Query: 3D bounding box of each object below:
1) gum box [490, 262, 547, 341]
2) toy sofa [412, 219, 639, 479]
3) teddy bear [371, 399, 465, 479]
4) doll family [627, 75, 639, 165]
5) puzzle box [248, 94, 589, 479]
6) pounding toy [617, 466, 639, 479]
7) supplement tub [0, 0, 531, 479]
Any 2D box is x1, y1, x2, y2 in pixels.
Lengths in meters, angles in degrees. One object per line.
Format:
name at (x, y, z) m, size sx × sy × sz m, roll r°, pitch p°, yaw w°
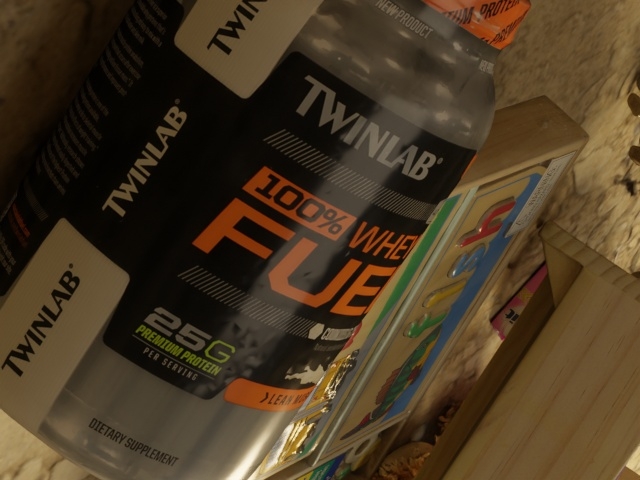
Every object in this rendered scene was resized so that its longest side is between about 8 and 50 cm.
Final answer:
gum box at (0.240, 0.087, 1.598) m, size 0.107 × 0.062 × 0.188 m, roll -47°, pitch 153°, yaw -3°
toy sofa at (0.171, 0.172, 1.407) m, size 0.362 × 0.177 × 0.150 m, roll -57°, pitch 174°, yaw 4°
teddy bear at (0.121, 0.287, 1.632) m, size 0.245 × 0.113 × 0.338 m, roll -19°, pitch 141°, yaw -42°
doll family at (0.335, -0.144, 1.422) m, size 0.111 × 0.076 × 0.193 m, roll -3°, pitch 136°, yaw -31°
puzzle box at (0.017, 0.084, 1.218) m, size 0.272 × 0.052 × 0.409 m, roll -21°, pitch 148°, yaw -45°
pounding toy at (0.287, 0.288, 1.884) m, size 0.100 × 0.130 × 0.141 m, roll -34°, pitch 152°, yaw -52°
supplement tub at (-0.040, -0.036, 0.868) m, size 0.316 × 0.193 × 0.193 m, roll -56°, pitch 153°, yaw 14°
